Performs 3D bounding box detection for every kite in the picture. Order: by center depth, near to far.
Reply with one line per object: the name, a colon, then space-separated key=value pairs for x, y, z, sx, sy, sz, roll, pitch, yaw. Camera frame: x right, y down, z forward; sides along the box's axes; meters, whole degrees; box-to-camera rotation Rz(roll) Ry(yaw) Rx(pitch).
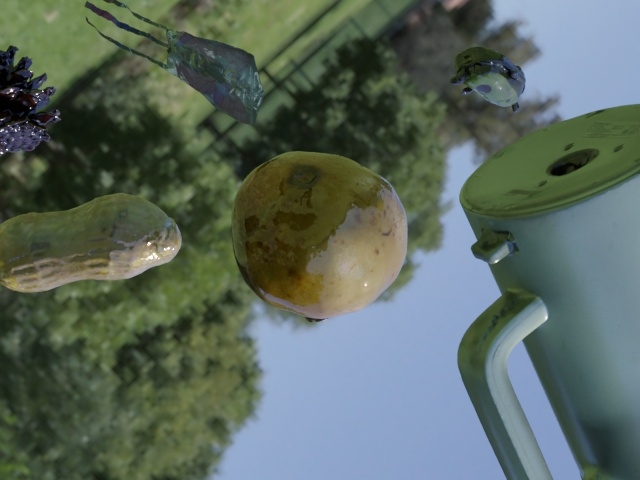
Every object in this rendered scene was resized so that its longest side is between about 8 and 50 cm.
kite: x=-0.246 y=-0.325 z=2.482 sx=0.022 sy=0.360 sz=0.204 roll=-45 pitch=-150 yaw=33

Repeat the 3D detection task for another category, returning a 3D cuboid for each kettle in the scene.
kettle: x=0.261 y=0.074 z=1.271 sx=0.205 sy=0.318 sz=0.265 roll=-12 pitch=-157 yaw=30

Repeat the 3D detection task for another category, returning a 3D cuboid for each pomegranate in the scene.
pomegranate: x=-0.008 y=-0.014 z=2.330 sx=0.307 sy=0.307 sz=0.307 roll=-40 pitch=-170 yaw=9

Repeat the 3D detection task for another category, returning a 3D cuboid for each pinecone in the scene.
pinecone: x=-0.361 y=-0.157 z=1.630 sx=0.140 sy=0.121 sz=0.140 roll=-11 pitch=174 yaw=-1

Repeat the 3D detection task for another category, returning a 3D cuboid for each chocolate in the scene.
chocolate: x=-0.365 y=0.003 z=2.219 sx=0.309 sy=0.134 sz=0.134 roll=-7 pitch=-162 yaw=10

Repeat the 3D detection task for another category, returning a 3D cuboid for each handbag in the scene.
handbag: x=0.197 y=-0.183 z=1.643 sx=0.072 sy=0.111 sz=0.047 roll=-17 pitch=-118 yaw=35
